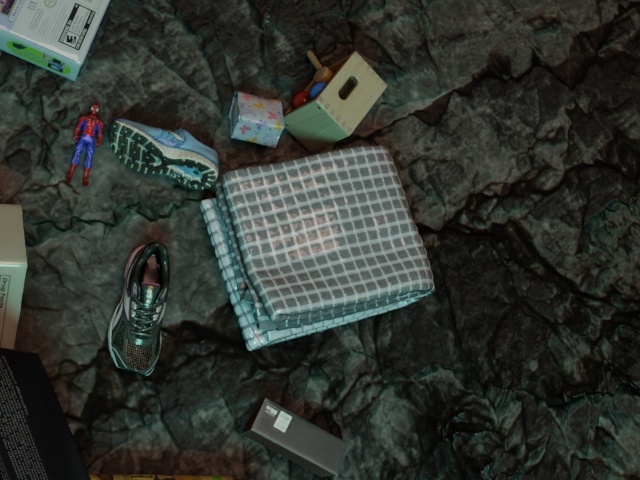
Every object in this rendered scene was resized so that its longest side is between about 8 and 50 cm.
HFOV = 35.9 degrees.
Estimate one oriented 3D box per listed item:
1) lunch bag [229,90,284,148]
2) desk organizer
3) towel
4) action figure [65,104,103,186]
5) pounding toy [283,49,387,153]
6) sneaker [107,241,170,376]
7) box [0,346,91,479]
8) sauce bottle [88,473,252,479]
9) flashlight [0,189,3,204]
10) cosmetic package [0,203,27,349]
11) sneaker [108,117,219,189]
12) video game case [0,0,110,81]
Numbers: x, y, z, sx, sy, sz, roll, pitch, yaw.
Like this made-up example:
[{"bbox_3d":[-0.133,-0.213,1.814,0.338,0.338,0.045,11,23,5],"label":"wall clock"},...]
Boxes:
[{"bbox_3d":[-0.092,-0.178,1.423,0.071,0.053,0.083,11,43,-18],"label":"lunch bag"},{"bbox_3d":[-0.034,0.262,1.299,0.130,0.050,0.047,31,64,-10],"label":"desk organizer"},{"bbox_3d":[0.000,0.000,1.363,0.284,0.121,0.235,-12,77,-25],"label":"towel"},{"bbox_3d":[-0.315,-0.132,1.330,0.038,0.030,0.115,12,66,-13],"label":"action figure"},{"bbox_3d":[0.011,-0.218,1.447,0.100,0.130,0.141,45,61,-17],"label":"pounding toy"},{"bbox_3d":[-0.229,0.081,1.264,0.072,0.077,0.178,6,71,-19],"label":"sneaker"},{"bbox_3d":[-0.414,0.234,0.938,0.296,0.294,0.182,-25,80,-4],"label":"box"},{"bbox_3d":[-0.240,0.328,1.156,0.344,0.111,0.111,6,70,-19],"label":"sauce bottle"},{"bbox_3d":[-0.536,-0.028,1.164,0.304,0.103,0.103,7,95,-21],"label":"flashlight"},{"bbox_3d":[-0.497,0.043,1.103,0.309,0.160,0.113,3,40,-24],"label":"cosmetic package"},{"bbox_3d":[-0.214,-0.127,1.361,0.162,0.063,0.073,24,39,-8],"label":"sneaker"},{"bbox_3d":[-0.402,-0.386,1.360,0.244,0.061,0.269,23,65,-15],"label":"video game case"}]
